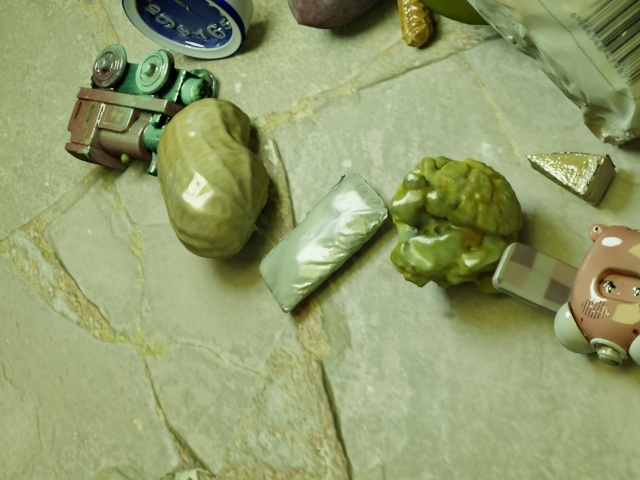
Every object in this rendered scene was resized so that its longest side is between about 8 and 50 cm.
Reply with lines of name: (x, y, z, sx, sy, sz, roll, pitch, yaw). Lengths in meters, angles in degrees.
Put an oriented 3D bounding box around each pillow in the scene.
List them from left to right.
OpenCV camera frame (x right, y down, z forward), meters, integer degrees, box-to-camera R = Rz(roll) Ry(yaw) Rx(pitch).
pillow: (0.000, 0.000, 1.703, 0.229, 0.051, 0.128, -44, 42, 12)

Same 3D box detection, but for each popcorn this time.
popcorn: (0.177, -0.016, 1.495, 0.185, 0.167, 0.188, 14, 108, 19)

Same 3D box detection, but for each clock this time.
clock: (-0.236, -0.421, 2.030, 0.230, 0.230, 0.083, 0, 61, 40)
clock: (0.363, 0.068, 1.333, 0.165, 0.092, 0.162, 11, 75, 42)

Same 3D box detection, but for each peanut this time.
peanut: (-0.184, -0.112, 1.847, 0.174, 0.158, 0.340, -39, 47, 16)

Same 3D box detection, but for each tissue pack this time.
tissue pack: (0.383, -0.351, 1.407, 0.390, 0.195, 0.376, -38, 91, 9)

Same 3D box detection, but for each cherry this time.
cherry: (0.034, -0.472, 1.870, 0.266, 0.183, 0.213, -53, 28, 18)

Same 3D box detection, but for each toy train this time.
toy train: (-0.327, -0.234, 2.064, 0.304, 0.150, 0.222, 13, 83, 42)

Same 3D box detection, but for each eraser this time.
eraser: (0.273, 0.049, 1.416, 0.026, 0.105, 0.065, 121, 174, -81)

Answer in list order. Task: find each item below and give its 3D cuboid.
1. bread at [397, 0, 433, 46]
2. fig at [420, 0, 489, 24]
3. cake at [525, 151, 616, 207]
bread: (0.149, -0.375, 1.816, 0.052, 0.044, 0.157, -30, 47, 30)
fig: (0.216, -0.481, 1.619, 0.343, 0.343, 0.343, -20, 53, 29)
cake: (0.319, -0.086, 1.490, 0.121, 0.052, 0.065, 10, 73, 42)
